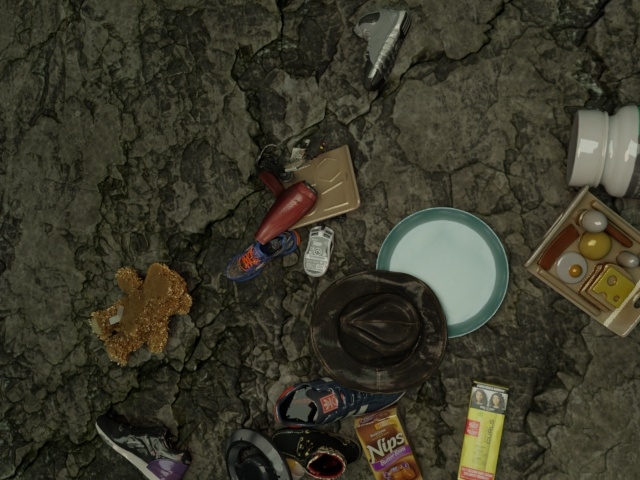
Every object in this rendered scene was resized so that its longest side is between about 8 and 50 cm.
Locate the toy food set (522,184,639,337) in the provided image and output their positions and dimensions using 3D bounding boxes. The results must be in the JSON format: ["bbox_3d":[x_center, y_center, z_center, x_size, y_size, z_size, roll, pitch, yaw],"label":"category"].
[{"bbox_3d":[0.624,0.049,1.385,0.306,0.092,0.220,35,96,-11],"label":"toy food set"}]

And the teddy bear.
[{"bbox_3d":[-0.489,0.196,1.715,0.245,0.113,0.338,40,103,21],"label":"teddy bear"}]

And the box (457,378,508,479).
[{"bbox_3d":[0.382,0.451,1.478,0.087,0.058,0.233,11,89,15],"label":"box"}]

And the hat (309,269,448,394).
[{"bbox_3d":[0.131,0.203,1.454,0.331,0.134,0.332,-2,75,7],"label":"hat"}]

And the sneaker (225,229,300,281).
[{"bbox_3d":[-0.162,0.033,1.640,0.221,0.087,0.083,-35,77,9],"label":"sneaker"}]

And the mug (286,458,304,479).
[{"bbox_3d":[-0.084,0.596,1.597,0.062,0.078,0.064,26,103,-17],"label":"mug"}]

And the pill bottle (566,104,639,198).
[{"bbox_3d":[0.737,-0.187,1.362,0.360,0.204,0.204,6,87,14],"label":"pill bottle"}]

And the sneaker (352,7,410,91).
[{"bbox_3d":[0.130,-0.497,1.617,0.132,0.086,0.229,24,82,20],"label":"sneaker"}]

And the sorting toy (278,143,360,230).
[{"bbox_3d":[-0.004,-0.133,1.618,0.208,0.038,0.193,-19,61,16],"label":"sorting toy"}]

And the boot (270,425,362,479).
[{"bbox_3d":[-0.028,0.508,1.517,0.236,0.178,0.085,5,86,14],"label":"boot"}]

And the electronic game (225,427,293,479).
[{"bbox_3d":[-0.157,0.579,1.574,0.229,0.048,0.230,12,109,37],"label":"electronic game"}]

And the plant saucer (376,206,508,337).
[{"bbox_3d":[0.296,0.078,1.540,0.317,0.043,0.318,-1,85,15],"label":"plant saucer"}]

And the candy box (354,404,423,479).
[{"bbox_3d":[0.164,0.499,1.505,0.109,0.053,0.187,-20,100,12],"label":"candy box"}]

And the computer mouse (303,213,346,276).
[{"bbox_3d":[0.000,0.000,1.626,0.105,0.042,0.193,11,83,11],"label":"computer mouse"}]

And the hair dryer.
[{"bbox_3d":[-0.096,-0.122,1.606,0.223,0.080,0.294,-4,60,43],"label":"hair dryer"}]

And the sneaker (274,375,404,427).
[{"bbox_3d":[0.048,0.381,1.525,0.349,0.148,0.131,-22,80,12],"label":"sneaker"}]

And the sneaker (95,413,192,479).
[{"bbox_3d":[-0.468,0.536,1.687,0.283,0.107,0.124,35,80,11],"label":"sneaker"}]
